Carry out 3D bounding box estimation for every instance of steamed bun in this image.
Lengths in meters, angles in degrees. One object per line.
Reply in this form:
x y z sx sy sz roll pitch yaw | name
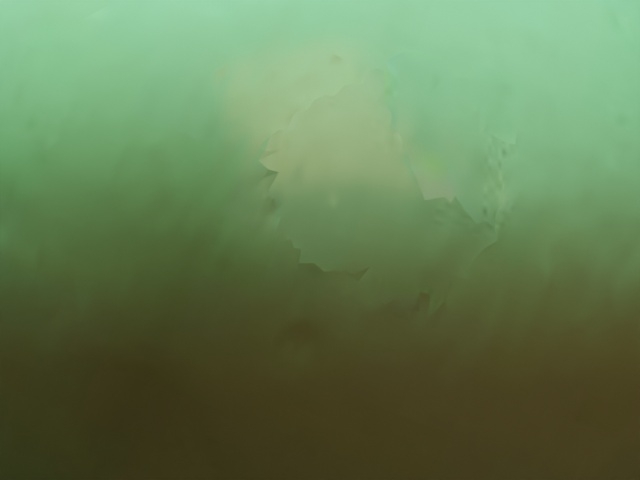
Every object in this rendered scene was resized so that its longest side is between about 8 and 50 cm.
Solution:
0.001 0.004 0.658 0.374 0.334 0.334 18 69 -28 | steamed bun
